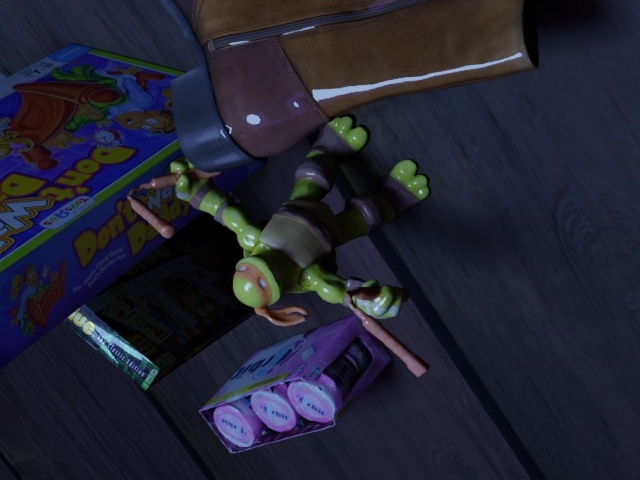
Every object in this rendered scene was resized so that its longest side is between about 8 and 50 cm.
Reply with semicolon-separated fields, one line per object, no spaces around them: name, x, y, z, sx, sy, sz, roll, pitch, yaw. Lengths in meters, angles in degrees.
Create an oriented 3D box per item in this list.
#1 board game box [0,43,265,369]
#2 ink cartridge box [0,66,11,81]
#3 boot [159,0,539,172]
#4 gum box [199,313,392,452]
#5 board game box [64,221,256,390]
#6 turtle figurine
board game box;-0.241;-0.050;0.869;0.233;0.347;0.078;18;129;27
ink cartridge box;-0.419;-0.087;1.128;0.087;0.153;0.208;33;138;12
boot;0.003;-0.206;0.727;0.281;0.096;0.264;-18;70;30
gum box;-0.024;0.146;1.030;0.188;0.107;0.062;-26;104;46
board game box;-0.145;0.046;0.947;0.136;0.260;0.030;36;111;8
turtle figurine;0.000;0.000;0.814;0.270;0.217;0.087;29;136;17
